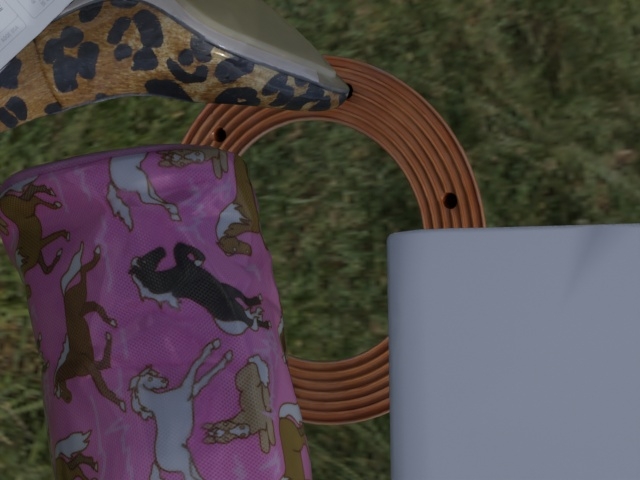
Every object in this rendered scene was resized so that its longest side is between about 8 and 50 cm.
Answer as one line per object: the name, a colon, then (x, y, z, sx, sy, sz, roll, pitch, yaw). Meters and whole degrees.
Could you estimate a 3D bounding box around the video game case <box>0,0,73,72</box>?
video game case: (-0.160, -0.231, 0.813, 0.210, 0.042, 0.232, -46, 125, -7)

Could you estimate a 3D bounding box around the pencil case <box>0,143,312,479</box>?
pencil case: (-0.090, 0.134, 0.982, 0.167, 0.160, 0.386, -7, 77, -7)

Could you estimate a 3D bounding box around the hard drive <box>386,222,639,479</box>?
hard drive: (0.135, 0.142, 0.709, 0.210, 0.040, 0.319, -2, 62, 3)

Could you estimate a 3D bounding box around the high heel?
high heel: (-0.131, -0.080, 0.966, 0.261, 0.093, 0.186, 22, 120, -18)

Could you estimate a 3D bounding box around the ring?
ring: (0.000, 0.000, 1.543, 0.032, 0.336, 0.337, -10, 93, -62)
